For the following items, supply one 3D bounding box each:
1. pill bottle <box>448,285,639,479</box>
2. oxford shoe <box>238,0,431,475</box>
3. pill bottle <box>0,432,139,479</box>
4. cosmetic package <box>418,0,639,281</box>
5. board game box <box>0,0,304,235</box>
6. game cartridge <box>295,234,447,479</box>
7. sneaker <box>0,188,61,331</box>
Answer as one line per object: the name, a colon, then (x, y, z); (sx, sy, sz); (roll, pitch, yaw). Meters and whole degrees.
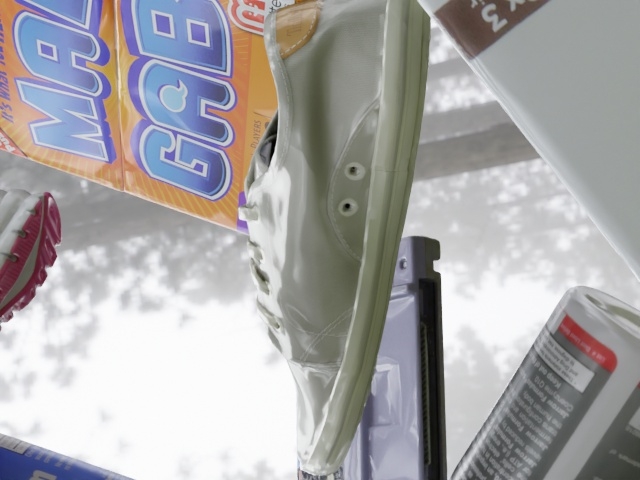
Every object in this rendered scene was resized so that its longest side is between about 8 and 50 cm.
pill bottle: (0.207, 0.195, 1.044); (0.161, 0.161, 0.283); (10, -67, -56)
oxford shoe: (0.000, 0.000, 0.975); (0.169, 0.130, 0.449); (-83, -1, -54)
pill bottle: (-0.265, 0.226, 0.961); (0.152, 0.272, 0.152); (-161, 90, -89)
cosmetic package: (0.088, -0.084, 0.317); (0.231, 0.117, 0.085); (50, -155, -4)
board game box: (-0.133, -0.283, 1.275); (0.356, 0.356, 0.356); (99, -168, -53)
game cartridge: (0.053, 0.187, 1.447); (0.068, 0.230, 0.355); (9, -106, -39)
sneaker: (-0.294, 0.060, 0.902); (0.103, 0.111, 0.252); (90, -156, -63)
